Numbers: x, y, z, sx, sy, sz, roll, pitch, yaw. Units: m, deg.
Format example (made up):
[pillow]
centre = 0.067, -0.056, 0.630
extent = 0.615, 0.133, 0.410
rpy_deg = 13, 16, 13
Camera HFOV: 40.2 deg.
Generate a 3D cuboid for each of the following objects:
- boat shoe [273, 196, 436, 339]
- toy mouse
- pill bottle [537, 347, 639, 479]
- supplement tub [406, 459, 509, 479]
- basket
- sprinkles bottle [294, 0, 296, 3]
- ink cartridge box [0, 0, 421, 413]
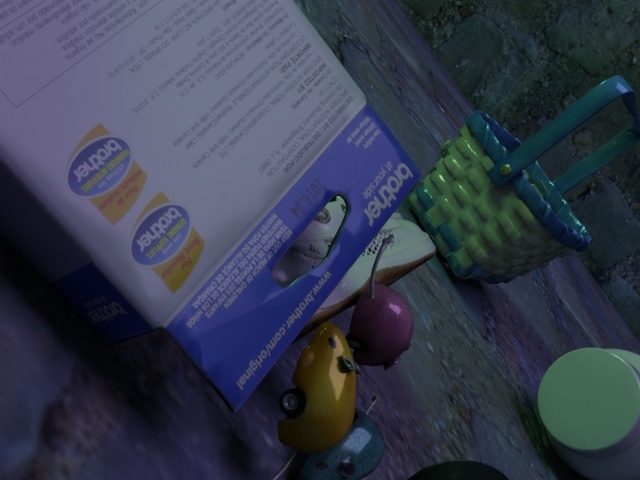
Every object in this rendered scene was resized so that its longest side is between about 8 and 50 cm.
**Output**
[boat shoe]
centre = 0.000, 0.000, 0.566
extent = 0.096, 0.098, 0.277
rpy_deg = 59, 19, 5
[toy mouse]
centre = 0.023, 0.082, 0.472
extent = 0.031, 0.161, 0.143
rpy_deg = 17, -13, 23
[pill bottle]
centre = 0.351, 0.213, 1.018
extent = 0.272, 0.152, 0.152
rpy_deg = 34, 28, -49
[supplement tub]
centre = 0.079, 0.198, 0.412
extent = 0.106, 0.106, 0.198
rpy_deg = 47, 20, -25
[basket]
centre = 0.268, -0.079, 1.083
extent = 0.201, 0.289, 0.254
rpy_deg = 62, 18, 19
[sprinkles bottle]
centre = -0.164, -0.235, 0.511
extent = 0.355, 0.121, 0.121
rpy_deg = 44, 21, -32
[ink cartridge box]
centre = -0.098, -0.091, 0.400
extent = 0.311, 0.065, 0.186
rpy_deg = 49, 52, -14
